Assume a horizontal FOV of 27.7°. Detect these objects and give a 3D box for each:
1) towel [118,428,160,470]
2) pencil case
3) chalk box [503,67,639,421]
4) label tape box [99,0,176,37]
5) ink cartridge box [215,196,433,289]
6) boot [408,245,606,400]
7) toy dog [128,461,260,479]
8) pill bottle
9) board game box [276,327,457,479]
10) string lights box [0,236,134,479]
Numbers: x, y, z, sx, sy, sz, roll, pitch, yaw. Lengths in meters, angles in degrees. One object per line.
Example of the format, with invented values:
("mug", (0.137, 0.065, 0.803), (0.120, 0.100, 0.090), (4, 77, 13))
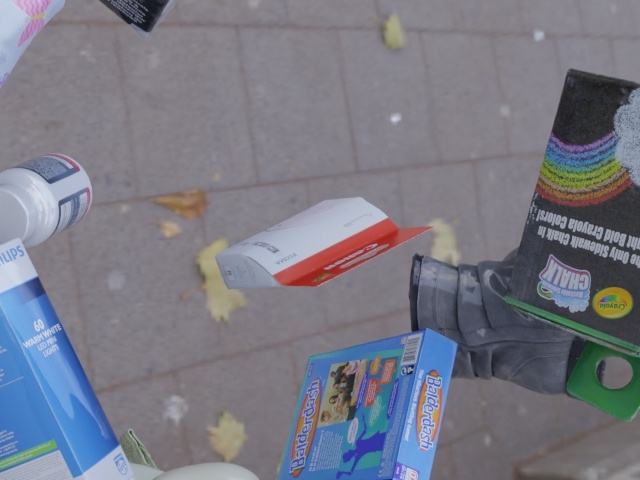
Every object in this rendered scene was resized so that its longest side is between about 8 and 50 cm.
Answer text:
("towel", (-0.271, 0.348, 1.819), (0.027, 0.110, 0.148), (-1, 128, -43))
("pencil case", (-0.398, -0.213, 1.467), (0.124, 0.113, 0.273), (85, 29, -59))
("chalk box", (0.300, 0.014, 1.161), (0.179, 0.180, 0.289), (10, 98, -34))
("label tape box", (-0.188, -0.330, 1.121), (0.240, 0.333, 0.106), (39, 74, -9))
("ink cartridge box", (0.000, 0.000, 1.615), (0.189, 0.232, 0.066), (-26, 97, -28))
("boot", (0.199, 0.034, 1.371), (0.118, 0.222, 0.338), (-67, 160, -57))
("toy dog", (-0.074, 0.411, 1.532), (0.395, 0.408, 0.285), (20, 67, -21))
("pill bottle", (-0.385, -0.049, 1.718), (0.180, 0.107, 0.108), (-45, 122, -71))
("board game box", (0.044, 0.185, 1.338), (0.047, 0.210, 0.160), (28, 64, -27))
("string lights box", (-0.302, 0.144, 1.256), (0.260, 0.133, 0.077), (65, 26, -4))
